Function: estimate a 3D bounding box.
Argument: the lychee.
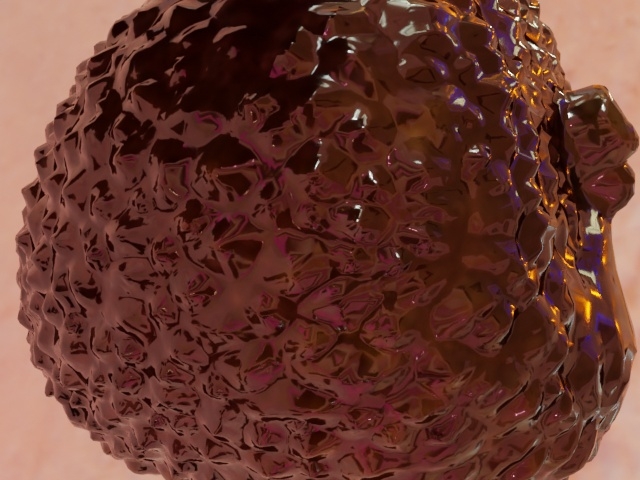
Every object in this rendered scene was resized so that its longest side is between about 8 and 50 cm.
[{"bbox_3d":[0.004,-0.005,0.476,0.194,0.194,0.194,30,51,-46],"label":"lychee"}]
